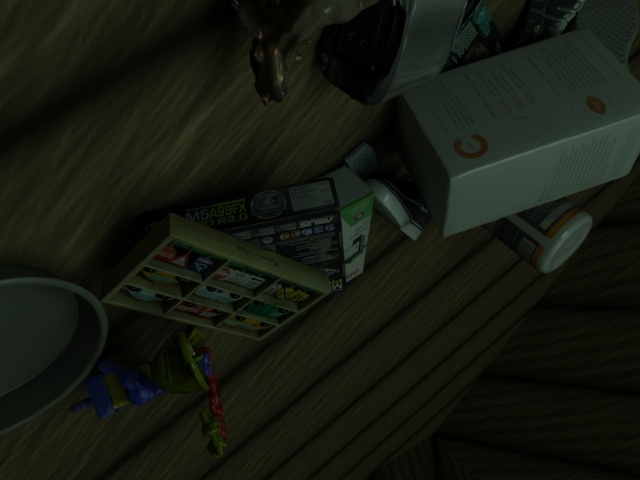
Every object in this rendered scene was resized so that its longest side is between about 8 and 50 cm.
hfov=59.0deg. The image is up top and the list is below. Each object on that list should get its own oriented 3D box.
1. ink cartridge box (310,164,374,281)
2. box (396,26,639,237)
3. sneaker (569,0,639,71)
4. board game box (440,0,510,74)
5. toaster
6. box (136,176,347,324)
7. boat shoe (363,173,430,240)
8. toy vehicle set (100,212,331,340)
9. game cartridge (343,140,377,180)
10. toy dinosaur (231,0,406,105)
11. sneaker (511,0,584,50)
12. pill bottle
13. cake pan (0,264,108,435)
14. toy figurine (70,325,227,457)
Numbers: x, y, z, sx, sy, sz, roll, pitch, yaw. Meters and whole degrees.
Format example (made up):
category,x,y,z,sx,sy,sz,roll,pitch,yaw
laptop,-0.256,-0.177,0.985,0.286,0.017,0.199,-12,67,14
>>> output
category,x,y,z,sx,sy,sz,roll,pitch,yaw
ink cartridge box,0.000,0.000,0.995,0.160,0.092,0.219,-29,146,-24
box,0.326,-0.182,0.950,0.345,0.215,0.168,-18,147,-3
sneaker,0.542,-0.348,1.120,0.127,0.126,0.321,82,21,-67
board game box,0.260,-0.323,0.984,0.126,0.026,0.186,-53,149,12
toaster,0.099,-0.293,0.730,0.146,0.129,0.227,-25,142,-38
box,-0.100,0.023,0.822,0.270,0.060,0.216,-11,145,-2
boat shoe,0.160,-0.079,1.082,0.102,0.108,0.301,-52,154,5
toy vehicle set,-0.137,0.063,0.781,0.267,0.035,0.166,23,131,-39
game cartridge,0.072,-0.137,0.994,0.056,0.017,0.083,-39,150,-3
toy dinosaur,0.006,-0.295,0.582,0.127,0.200,0.296,37,83,-32
sneaker,0.422,-0.401,1.056,0.229,0.086,0.132,-62,164,18
pill bottle,0.444,-0.070,1.269,0.162,0.278,0.162,-31,147,-22
cake pan,-0.416,0.143,0.700,0.293,0.054,0.293,-31,147,-23
toy figurine,-0.266,0.243,0.848,0.217,0.191,0.362,-14,173,-10
